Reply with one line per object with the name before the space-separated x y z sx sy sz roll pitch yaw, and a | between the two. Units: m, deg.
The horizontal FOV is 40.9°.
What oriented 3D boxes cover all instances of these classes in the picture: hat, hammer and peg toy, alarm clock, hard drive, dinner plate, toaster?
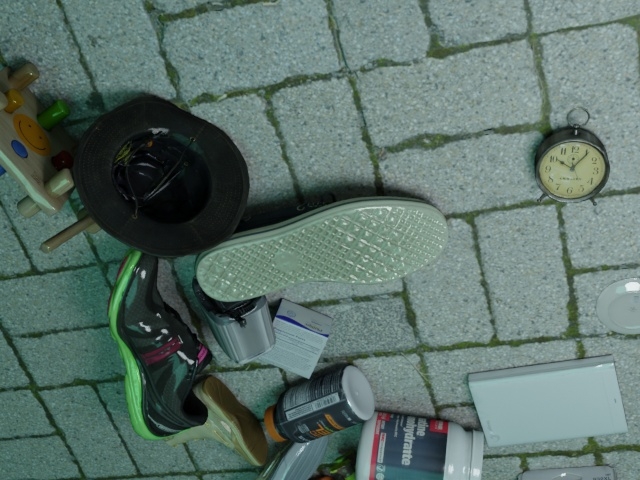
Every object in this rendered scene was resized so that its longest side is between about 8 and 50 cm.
hat | -0.312 -0.102 1.660 0.331 0.331 0.134 31 155 -9
hammer and peg toy | -0.519 -0.151 1.635 0.127 0.266 0.361 -32 111 15
alarm clock | 0.453 -0.153 1.543 0.129 0.064 0.192 5 126 9
hard drive | 0.499 0.356 1.882 0.307 0.040 0.203 -11 120 18
dinner plate | 0.627 0.137 1.725 0.141 0.017 0.141 5 122 8
toaster | -0.174 0.154 1.799 0.129 0.227 0.147 -27 128 -15

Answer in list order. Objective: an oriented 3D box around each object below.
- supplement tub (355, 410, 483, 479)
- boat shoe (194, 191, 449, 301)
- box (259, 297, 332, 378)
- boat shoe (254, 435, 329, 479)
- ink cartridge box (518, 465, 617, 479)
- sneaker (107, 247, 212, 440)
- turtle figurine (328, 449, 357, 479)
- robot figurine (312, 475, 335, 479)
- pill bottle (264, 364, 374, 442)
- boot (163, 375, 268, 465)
supplement tub | 0.223 0.497 1.942 0.272 0.191 0.191 6 124 8
boat shoe | 0.000 0.000 1.695 0.499 0.156 0.187 -11 115 5
box | -0.055 0.216 1.890 0.126 0.072 0.137 22 125 -2
boat shoe | -0.096 0.559 2.064 0.302 0.094 0.109 -54 138 0
ink cartridge box | 0.604 0.690 2.023 0.223 0.129 0.308 -9 120 18
sneaker | -0.343 0.219 1.895 0.202 0.185 0.483 -5 118 2
turtle figurine | 0.098 0.622 2.039 0.087 0.269 0.217 -25 92 27
robot figurine | -0.021 0.668 2.147 0.219 0.158 0.128 -24 86 25
pill bottle | -0.010 0.382 1.955 0.245 0.130 0.130 -26 114 26
boot | -0.268 0.465 2.085 0.203 0.095 0.262 -27 112 26
